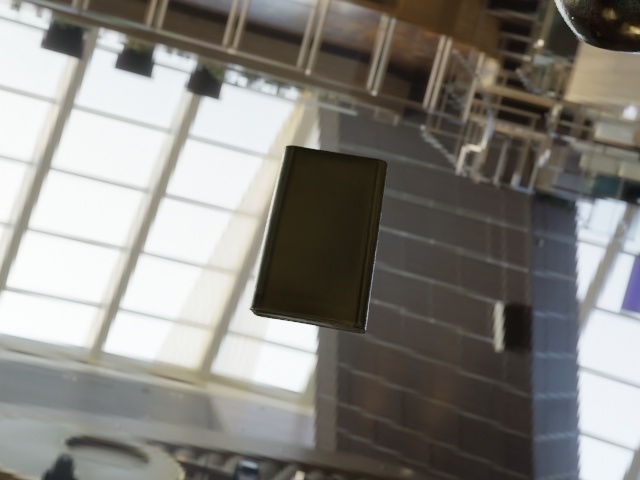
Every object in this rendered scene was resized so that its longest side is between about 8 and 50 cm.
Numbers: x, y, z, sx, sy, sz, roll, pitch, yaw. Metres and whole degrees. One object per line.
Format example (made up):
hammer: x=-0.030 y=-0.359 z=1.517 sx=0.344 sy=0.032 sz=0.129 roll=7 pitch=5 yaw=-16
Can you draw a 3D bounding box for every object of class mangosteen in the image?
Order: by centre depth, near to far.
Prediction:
mangosteen: x=0.512 y=-0.449 z=1.804 sx=0.300 sy=0.300 sz=0.300 roll=15 pitch=-176 yaw=-1

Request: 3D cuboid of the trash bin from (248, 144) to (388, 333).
trash bin: x=0.000 y=0.000 z=1.594 sx=0.164 sy=0.240 sz=0.122 roll=8 pitch=171 yaw=3
